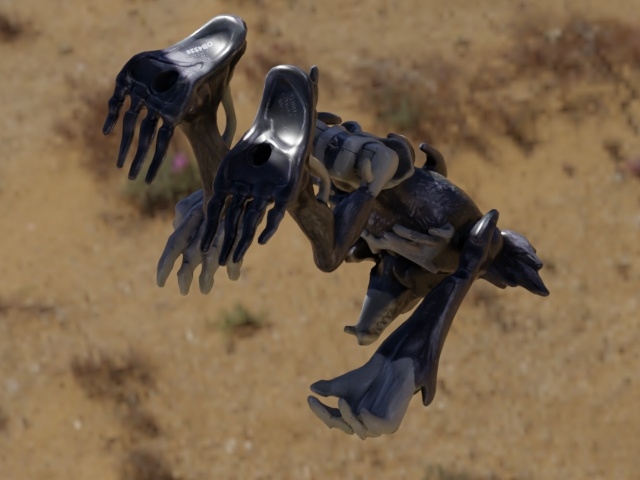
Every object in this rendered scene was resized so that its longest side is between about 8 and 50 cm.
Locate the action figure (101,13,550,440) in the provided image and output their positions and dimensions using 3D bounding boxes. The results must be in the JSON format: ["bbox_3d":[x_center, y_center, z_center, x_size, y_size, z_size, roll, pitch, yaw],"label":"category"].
[{"bbox_3d":[0.000,0.000,0.920,0.164,0.276,0.141,33,90,32],"label":"action figure"}]
